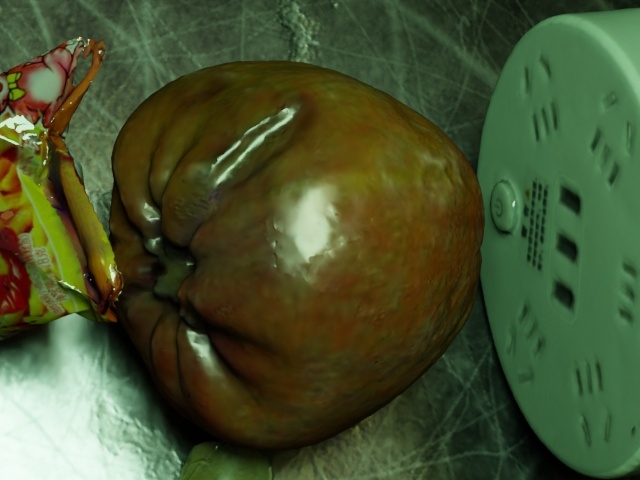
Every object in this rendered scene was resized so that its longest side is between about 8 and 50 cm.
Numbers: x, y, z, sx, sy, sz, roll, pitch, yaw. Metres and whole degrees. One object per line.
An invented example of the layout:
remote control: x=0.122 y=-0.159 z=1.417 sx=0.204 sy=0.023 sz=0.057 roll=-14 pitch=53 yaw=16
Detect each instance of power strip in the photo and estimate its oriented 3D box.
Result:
power strip: x=0.246 y=0.003 z=1.252 sx=0.161 sy=0.357 sz=0.358 roll=-5 pitch=75 yaw=-18

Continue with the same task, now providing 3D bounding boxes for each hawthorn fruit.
hawthorn fruit: x=0.000 y=0.000 z=1.248 sx=0.298 sy=0.277 sz=0.277 roll=-4 pitch=73 yaw=-38

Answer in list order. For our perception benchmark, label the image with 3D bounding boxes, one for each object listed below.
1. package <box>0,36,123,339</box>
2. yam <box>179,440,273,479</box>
package: x=-0.261 y=-0.004 z=1.231 sx=0.288 sy=0.108 sz=0.223 roll=-17 pitch=70 yaw=18
yam: x=-0.095 y=0.325 z=1.212 sx=0.083 sy=0.083 sz=0.372 roll=14 pitch=69 yaw=-10
